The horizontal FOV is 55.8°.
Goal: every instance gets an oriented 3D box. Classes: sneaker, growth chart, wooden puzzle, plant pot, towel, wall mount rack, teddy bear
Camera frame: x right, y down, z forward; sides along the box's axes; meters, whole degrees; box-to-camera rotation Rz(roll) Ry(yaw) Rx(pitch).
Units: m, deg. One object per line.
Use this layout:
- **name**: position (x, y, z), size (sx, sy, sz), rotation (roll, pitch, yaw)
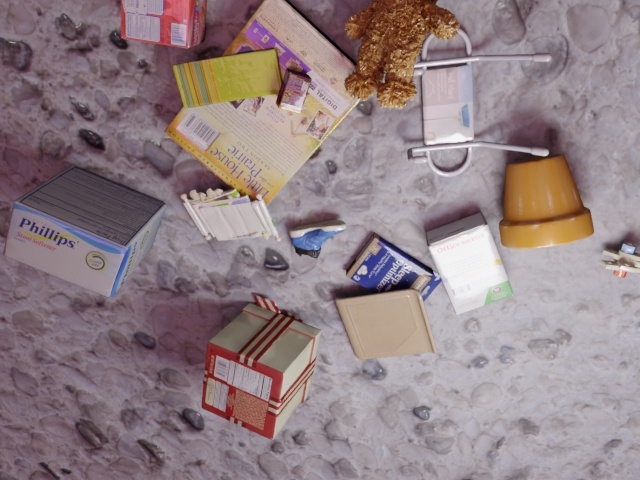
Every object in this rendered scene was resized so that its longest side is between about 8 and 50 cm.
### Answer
- **sneaker**: position (0.000, 0.000, 1.548), size (0.152, 0.058, 0.085), rotation (-10, 107, 14)
- **growth chart**: position (-0.228, -0.063, 1.521), size (0.237, 0.021, 0.172), rotation (0, 128, 21)
- **wooden puzzle**: position (0.177, 0.223, 1.620), size (0.238, 0.044, 0.221), rotation (-7, 122, 21)
- **plant pot**: position (0.509, -0.095, 1.397), size (0.205, 0.205, 0.188), rotation (-10, 98, 9)
- **towel**: position (-0.207, -0.364, 1.360), size (0.237, 0.021, 0.102), rotation (-7, 118, 7)
- **wall mount rack**: position (0.339, -0.296, 1.346), size (0.304, 0.130, 0.350), rotation (-5, 114, 7)
- **teddy bear**: position (0.158, -0.439, 1.251), size (0.113, 0.245, 0.338), rotation (13, 116, -50)

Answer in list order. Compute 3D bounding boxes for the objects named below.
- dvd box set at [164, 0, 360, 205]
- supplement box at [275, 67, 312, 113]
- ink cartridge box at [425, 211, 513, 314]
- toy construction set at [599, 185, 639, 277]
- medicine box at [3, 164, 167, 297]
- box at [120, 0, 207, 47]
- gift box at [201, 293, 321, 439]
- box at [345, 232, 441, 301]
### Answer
- **dvd box set**: position (-0.122, -0.314, 1.418), size (0.307, 0.062, 0.420), rotation (39, 112, -12)
- **supplement box**: position (-0.060, -0.331, 1.340), size (0.055, 0.043, 0.083), rotation (12, 116, -21)
- **ink cartridge box**: position (0.373, 0.057, 1.523), size (0.154, 0.093, 0.212), rotation (-21, 112, 13)
- **toy construction set**: position (0.807, -0.036, 1.408), size (0.215, 0.151, 0.328), rotation (0, 125, -22)
- **medicine box**: position (-0.555, -0.031, 1.459), size (0.263, 0.289, 0.149), rotation (23, 114, -5)
- **box**: position (-0.326, -0.574, 1.275), size (0.154, 0.142, 0.300), rotation (8, 114, 2)
- **gift box**: position (-0.164, 0.317, 1.607), size (0.276, 0.258, 0.255), rotation (24, 118, 16)
- **box**: position (0.196, 0.095, 1.588), size (0.225, 0.036, 0.136), rotation (31, 113, -10)
